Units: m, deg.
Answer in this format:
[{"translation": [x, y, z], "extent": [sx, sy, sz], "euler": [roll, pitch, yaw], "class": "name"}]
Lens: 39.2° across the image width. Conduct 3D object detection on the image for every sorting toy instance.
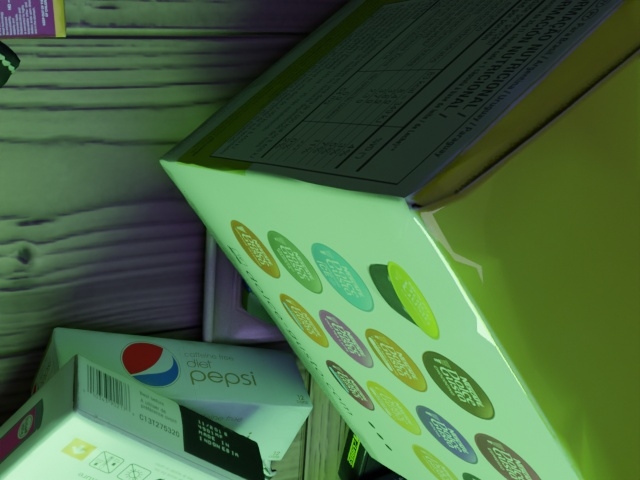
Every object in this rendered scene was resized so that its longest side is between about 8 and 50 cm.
[{"translation": [0.000, 0.000, 0.780], "extent": [0.208, 0.038, 0.193], "euler": [-5, 111, -26], "class": "sorting toy"}]

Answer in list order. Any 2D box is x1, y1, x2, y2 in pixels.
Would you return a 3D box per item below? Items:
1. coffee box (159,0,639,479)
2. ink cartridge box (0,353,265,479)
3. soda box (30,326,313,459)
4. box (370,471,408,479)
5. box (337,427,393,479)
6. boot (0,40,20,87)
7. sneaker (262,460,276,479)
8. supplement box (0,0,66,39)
[{"translation": [0.158, -0.019, 0.629], "extent": [0.338, 0.334, 0.338], "euler": [-43, 116, -18], "class": "coffee box"}, {"translation": [-0.231, 0.251, 0.706], "extent": [0.371, 0.069, 0.175], "euler": [-43, 125, 17], "class": "ink cartridge box"}, {"translation": [-0.121, 0.129, 0.739], "extent": [0.216, 0.069, 0.074], "euler": [10, 125, -30], "class": "soda box"}, {"translation": [0.122, 0.296, 0.882], "extent": [0.207, 0.108, 0.153], "euler": [-17, 136, -14], "class": "box"}, {"translation": [0.123, 0.161, 0.889], "extent": [0.190, 0.045, 0.184], "euler": [-2, 117, -27], "class": "box"}, {"translation": [-0.198, -0.278, 0.444], "extent": [0.284, 0.138, 0.377], "euler": [-37, 88, -9], "class": "boot"}, {"translation": [-0.064, 0.194, 0.832], "extent": [0.037, 0.032, 0.083], "euler": [-31, 127, -28], "class": "sneaker"}, {"translation": [-0.217, -0.157, 0.597], "extent": [0.083, 0.055, 0.043], "euler": [-9, 112, -25], "class": "supplement box"}]
